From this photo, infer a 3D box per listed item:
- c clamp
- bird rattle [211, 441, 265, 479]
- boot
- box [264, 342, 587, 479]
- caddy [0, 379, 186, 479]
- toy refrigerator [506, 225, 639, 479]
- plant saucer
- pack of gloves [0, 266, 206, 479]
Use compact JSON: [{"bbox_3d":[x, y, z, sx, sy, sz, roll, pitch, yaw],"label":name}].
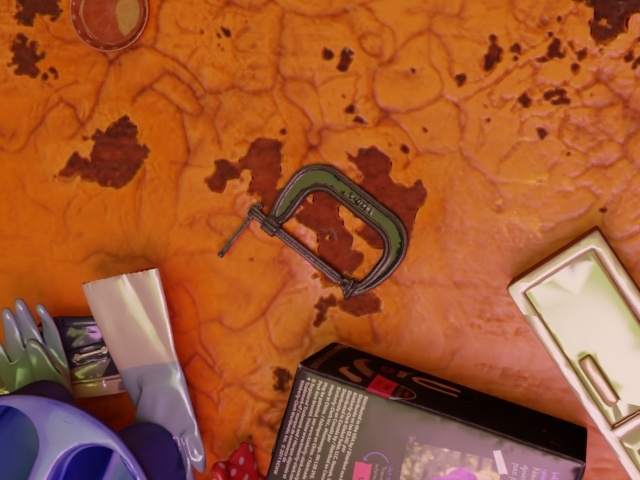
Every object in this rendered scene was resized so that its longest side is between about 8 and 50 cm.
[{"bbox_3d":[0.000,0.000,1.408,0.161,0.022,0.137,33,94,9],"label":"c clamp"},{"bbox_3d":[-0.020,0.314,1.348,0.143,0.207,0.253,-33,96,-7],"label":"bird rattle"},{"bbox_3d":[-0.292,0.124,1.453,0.190,0.069,0.086,-8,87,3],"label":"boot"},{"bbox_3d":[0.101,0.210,1.325,0.270,0.165,0.143,18,97,9],"label":"box"},{"bbox_3d":[-0.270,0.295,1.326,0.241,0.179,0.341,21,103,7],"label":"caddy"},{"bbox_3d":[0.289,0.127,1.320,0.102,0.094,0.269,-33,88,11],"label":"toy refrigerator"},{"bbox_3d":[-0.212,-0.232,1.436,0.083,0.013,0.083,1,95,11],"label":"plant saucer"},{"bbox_3d":[-0.217,0.153,1.406,0.195,0.046,0.232,-12,97,14],"label":"pack of gloves"}]
